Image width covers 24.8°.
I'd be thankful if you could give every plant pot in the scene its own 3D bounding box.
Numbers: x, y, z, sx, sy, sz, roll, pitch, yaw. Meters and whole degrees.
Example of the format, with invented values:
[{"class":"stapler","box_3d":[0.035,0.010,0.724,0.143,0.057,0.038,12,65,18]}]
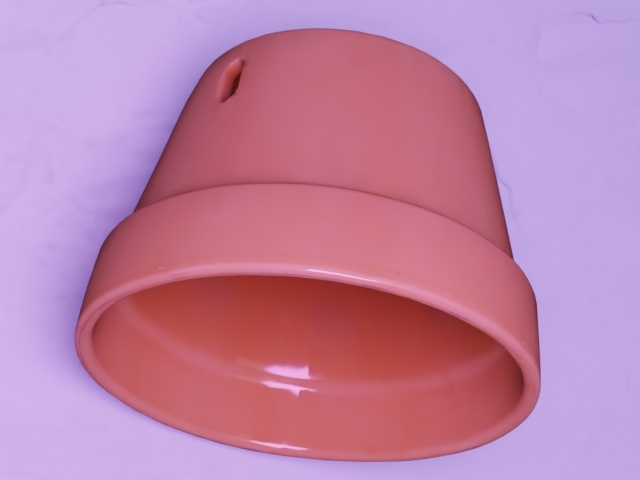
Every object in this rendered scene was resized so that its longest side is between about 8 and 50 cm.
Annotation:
[{"class":"plant pot","box_3d":[0.000,0.000,0.952,0.291,0.291,0.203,19,59,-22]}]
